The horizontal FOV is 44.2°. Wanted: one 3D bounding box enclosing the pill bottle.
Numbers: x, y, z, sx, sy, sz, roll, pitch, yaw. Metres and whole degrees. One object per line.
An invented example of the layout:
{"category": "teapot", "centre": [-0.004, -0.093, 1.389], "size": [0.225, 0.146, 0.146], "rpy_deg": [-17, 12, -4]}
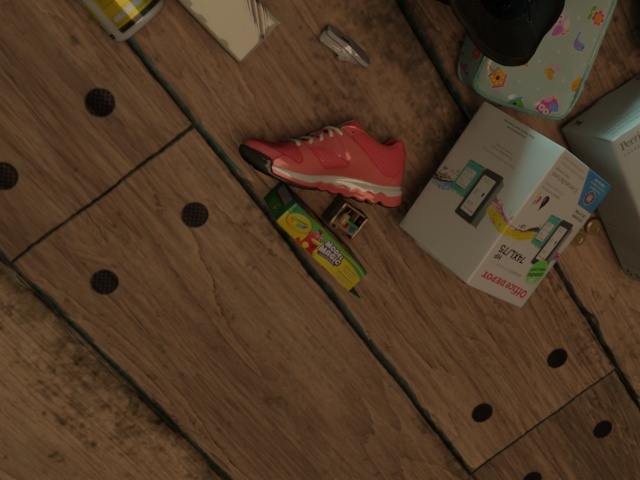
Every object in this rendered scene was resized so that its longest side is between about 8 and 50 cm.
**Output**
{"category": "pill bottle", "centre": [-0.325, -0.393, 1.165], "size": [0.103, 0.103, 0.184], "rpy_deg": [-39, 116, 3]}

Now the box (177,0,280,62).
{"category": "box", "centre": [-0.192, -0.404, 1.193], "size": [0.094, 0.113, 0.275], "rpy_deg": [-44, 116, 4]}

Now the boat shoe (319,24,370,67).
{"category": "boat shoe", "centre": [0.040, -0.320, 1.332], "size": [0.100, 0.035, 0.035], "rpy_deg": [32, 128, -27]}

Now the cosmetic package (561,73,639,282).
{"category": "cosmetic package", "centre": [0.646, -0.107, 1.500], "size": [0.217, 0.156, 0.385], "rpy_deg": [-37, 117, -5]}

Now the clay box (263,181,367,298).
{"category": "clay box", "centre": [0.000, 0.000, 1.395], "size": [0.053, 0.127, 0.222], "rpy_deg": [-44, 116, 6]}

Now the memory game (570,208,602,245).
{"category": "memory game", "centre": [0.499, -0.070, 1.560], "size": [0.186, 0.012, 0.186], "rpy_deg": [-5, 112, -13]}

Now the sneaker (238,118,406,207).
{"category": "sneaker", "centre": [0.010, -0.152, 1.363], "size": [0.314, 0.116, 0.136], "rpy_deg": [11, 98, -26]}

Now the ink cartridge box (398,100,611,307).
{"category": "ink cartridge box", "centre": [0.321, -0.059, 1.389], "size": [0.198, 0.197, 0.270], "rpy_deg": [22, 106, -45]}

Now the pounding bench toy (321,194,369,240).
{"category": "pounding bench toy", "centre": [0.051, -0.035, 1.419], "size": [0.065, 0.083, 0.052], "rpy_deg": [35, 99, -23]}

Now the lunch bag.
{"category": "lunch bag", "centre": [0.376, -0.353, 1.362], "size": [0.224, 0.108, 0.279], "rpy_deg": [13, 107, -20]}

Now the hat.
{"category": "hat", "centre": [0.237, -0.414, 1.170], "size": [0.331, 0.134, 0.331], "rpy_deg": [-7, 100, -47]}
